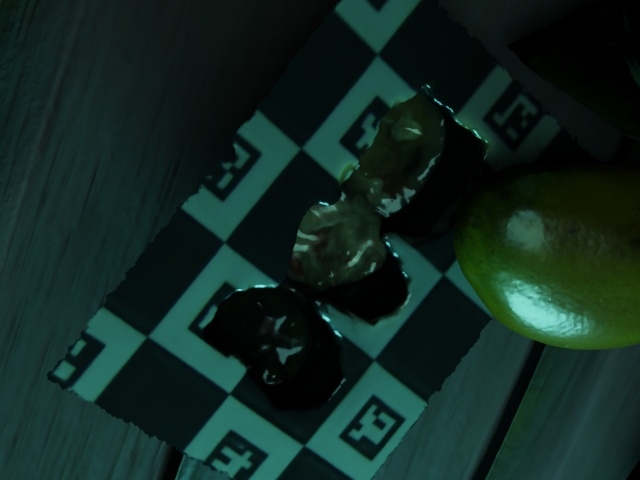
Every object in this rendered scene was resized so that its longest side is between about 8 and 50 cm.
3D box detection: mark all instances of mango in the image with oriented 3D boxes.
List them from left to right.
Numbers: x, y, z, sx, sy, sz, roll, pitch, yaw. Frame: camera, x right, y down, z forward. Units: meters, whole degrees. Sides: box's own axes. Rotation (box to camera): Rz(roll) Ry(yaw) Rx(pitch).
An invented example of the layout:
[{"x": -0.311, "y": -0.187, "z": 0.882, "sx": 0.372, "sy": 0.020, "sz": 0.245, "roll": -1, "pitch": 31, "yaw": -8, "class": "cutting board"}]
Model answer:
[{"x": 0.193, "y": 0.011, "z": 1.007, "sx": 0.221, "sy": 0.120, "sz": 0.151, "roll": 3, "pitch": 126, "yaw": -24, "class": "mango"}]

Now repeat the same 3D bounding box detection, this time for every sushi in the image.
[{"x": 0.000, "y": 0.000, "z": 1.032, "sx": 0.296, "sy": 0.100, "sz": 0.373, "roll": 37, "pitch": 90, "yaw": -35, "class": "sushi"}]

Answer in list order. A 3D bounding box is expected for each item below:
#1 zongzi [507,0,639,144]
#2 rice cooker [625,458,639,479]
[{"x": 0.395, "y": -0.195, "z": 0.961, "sx": 0.319, "sy": 0.362, "sz": 0.383, "roll": 36, "pitch": 141, "yaw": -16, "class": "zongzi"}, {"x": 0.330, "y": 0.218, "z": 1.104, "sx": 0.118, "sy": 0.142, "sz": 0.203, "roll": 38, "pitch": 104, "yaw": -27, "class": "rice cooker"}]
